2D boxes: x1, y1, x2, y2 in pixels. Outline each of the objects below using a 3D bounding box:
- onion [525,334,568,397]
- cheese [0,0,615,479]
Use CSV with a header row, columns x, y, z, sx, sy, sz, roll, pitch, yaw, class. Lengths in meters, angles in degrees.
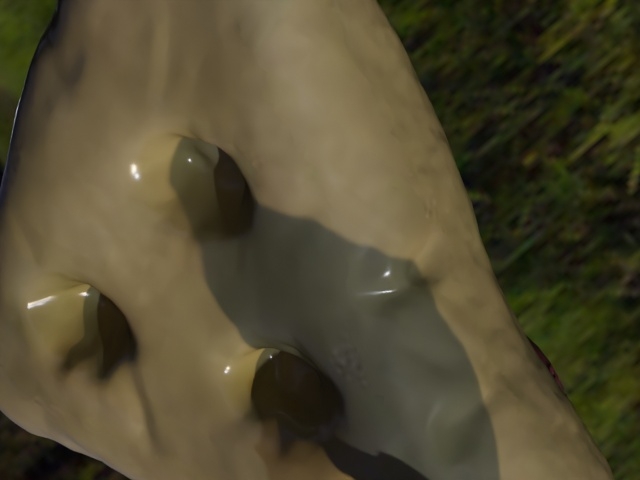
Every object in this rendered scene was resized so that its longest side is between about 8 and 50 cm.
x,y,z,sx,sy,sz,roll,pitch,yaw,class
0.078,0.109,0.988,0.150,0.150,0.140,49,-162,9,onion
0.000,0.000,0.797,0.351,0.130,0.328,23,123,24,cheese
